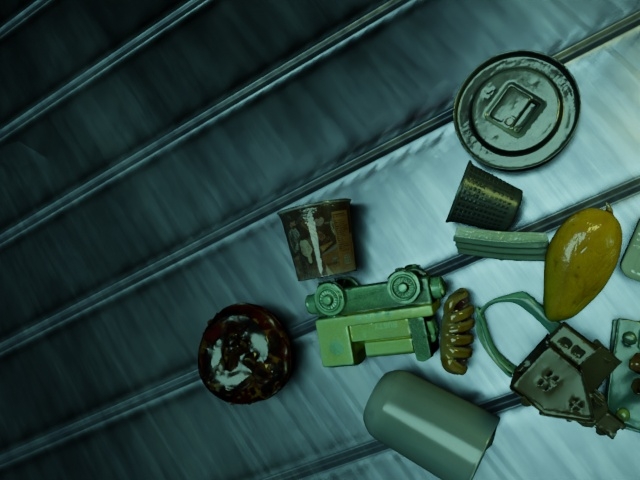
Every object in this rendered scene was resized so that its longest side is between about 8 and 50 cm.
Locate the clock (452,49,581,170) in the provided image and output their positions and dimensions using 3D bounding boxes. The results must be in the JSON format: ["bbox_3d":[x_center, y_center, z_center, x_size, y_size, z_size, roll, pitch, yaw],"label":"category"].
[{"bbox_3d":[0.512,-0.337,1.583,0.319,0.066,0.318,-1,86,21],"label":"clock"}]

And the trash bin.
[{"bbox_3d":[0.427,-0.099,1.559,0.161,0.175,0.175,22,95,9],"label":"trash bin"}]

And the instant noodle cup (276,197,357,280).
[{"bbox_3d":[0.000,0.000,1.695,0.218,0.217,0.207,-12,88,21],"label":"instant noodle cup"}]

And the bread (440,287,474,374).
[{"bbox_3d":[0.358,0.237,1.568,0.081,0.134,0.225,5,91,20],"label":"bread"}]

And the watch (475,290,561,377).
[{"bbox_3d":[0.507,0.237,1.547,0.237,0.068,0.195,45,105,14],"label":"watch"}]

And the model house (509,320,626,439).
[{"bbox_3d":[0.594,0.332,1.372,0.243,0.211,0.204,41,104,15],"label":"model house"}]

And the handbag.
[{"bbox_3d":[0.808,0.329,1.399,0.269,0.100,0.274,10,90,23],"label":"handbag"}]

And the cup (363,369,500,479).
[{"bbox_3d":[0.278,0.472,1.544,0.312,0.205,0.205,26,96,22],"label":"cup"}]

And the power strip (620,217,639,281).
[{"bbox_3d":[0.861,-0.008,1.405,0.230,0.141,0.261,22,109,22],"label":"power strip"}]

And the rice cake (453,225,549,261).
[{"bbox_3d":[0.467,0.012,1.551,0.237,0.127,0.043,5,67,23],"label":"rice cake"}]

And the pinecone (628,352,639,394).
[{"bbox_3d":[0.770,0.288,1.267,0.229,0.201,0.202,-2,57,47],"label":"pinecone"}]

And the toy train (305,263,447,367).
[{"bbox_3d":[0.155,0.208,1.644,0.397,0.160,0.253,-11,89,21],"label":"toy train"}]

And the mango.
[{"bbox_3d":[0.628,0.053,1.461,0.177,0.119,0.316,17,95,-21],"label":"mango"}]

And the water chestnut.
[{"bbox_3d":[-0.224,0.322,1.720,0.300,0.300,0.300,-2,86,22],"label":"water chestnut"}]
